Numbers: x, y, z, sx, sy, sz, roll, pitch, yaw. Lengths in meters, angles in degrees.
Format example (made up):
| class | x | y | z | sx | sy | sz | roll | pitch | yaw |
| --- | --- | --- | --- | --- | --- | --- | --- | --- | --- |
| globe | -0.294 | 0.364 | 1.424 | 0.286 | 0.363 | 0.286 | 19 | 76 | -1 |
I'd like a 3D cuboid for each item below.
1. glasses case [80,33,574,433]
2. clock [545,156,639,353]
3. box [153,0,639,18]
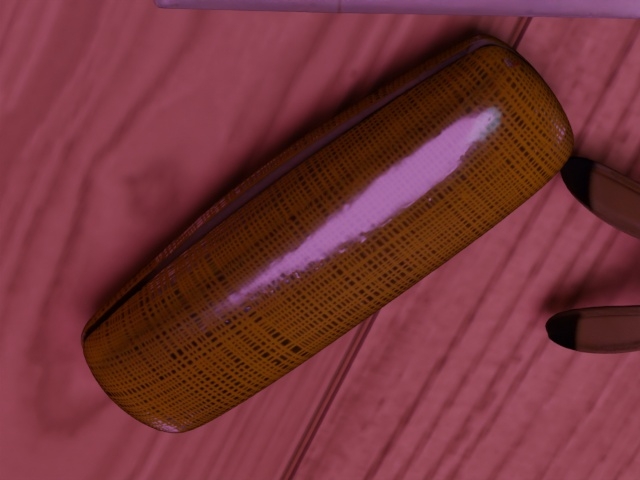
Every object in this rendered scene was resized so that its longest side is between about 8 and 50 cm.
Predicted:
| class | x | y | z | sx | sy | sz | roll | pitch | yaw |
| --- | --- | --- | --- | --- | --- | --- | --- | --- | --- |
| glasses case | 0.000 | 0.000 | 0.851 | 0.234 | 0.064 | 0.079 | -36 | 124 | 13 |
| clock | 0.220 | 0.008 | 0.877 | 0.232 | 0.069 | 0.170 | -1 | 120 | -5 |
| box | 0.034 | -0.159 | 0.768 | 0.201 | 0.058 | 0.141 | 1 | 119 | -8 |
